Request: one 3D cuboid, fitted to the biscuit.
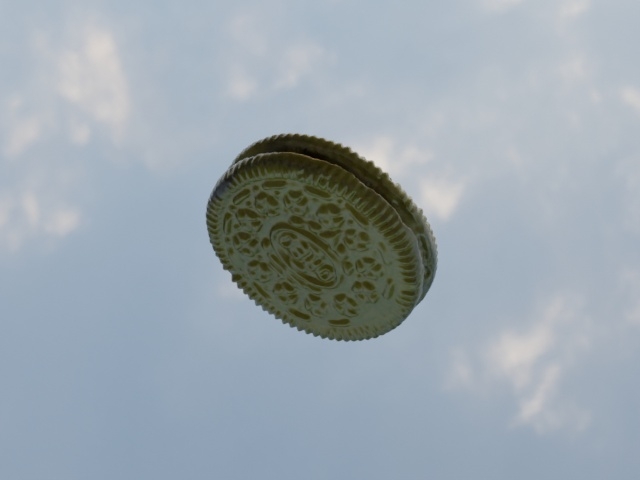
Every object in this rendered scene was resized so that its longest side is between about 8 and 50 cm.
[{"bbox_3d":[0.000,0.000,0.649,0.084,0.084,0.023,8,-137,27],"label":"biscuit"}]
